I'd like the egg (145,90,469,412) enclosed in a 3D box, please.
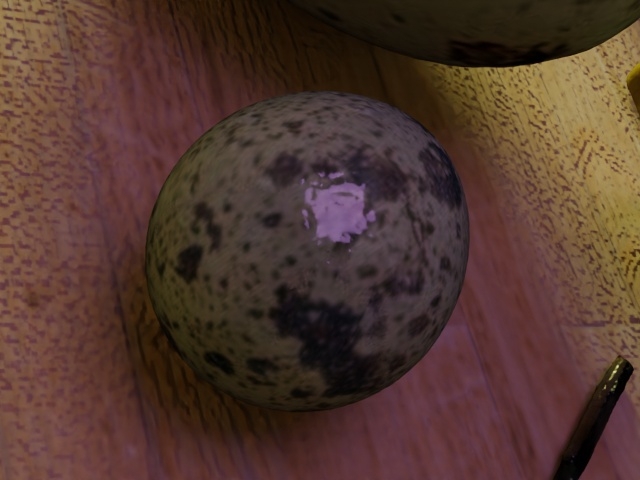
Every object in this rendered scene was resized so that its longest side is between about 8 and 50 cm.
[{"bbox_3d":[0.000,0.000,0.553,0.132,0.132,0.172,45,36,4],"label":"egg"}]

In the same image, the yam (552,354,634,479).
[{"bbox_3d":[0.139,0.094,0.652,0.014,0.014,0.107,41,46,1],"label":"yam"}]

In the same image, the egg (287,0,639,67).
[{"bbox_3d":[0.039,-0.259,0.664,0.287,0.287,0.379,-26,74,-42],"label":"egg"}]

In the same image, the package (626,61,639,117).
[{"bbox_3d":[0.260,-0.074,0.817,0.131,0.071,0.047,35,49,-8],"label":"package"}]
